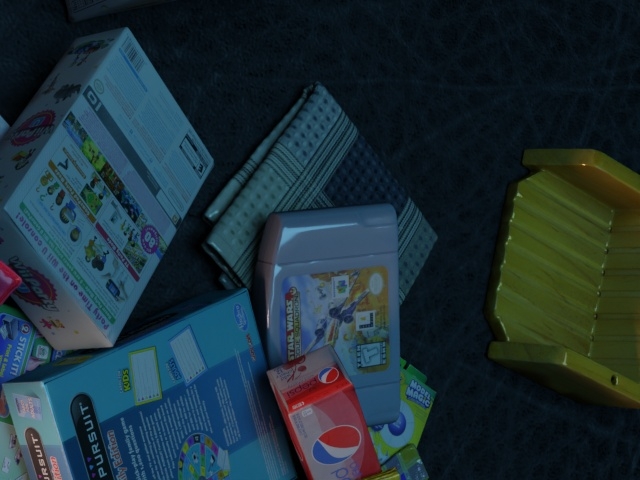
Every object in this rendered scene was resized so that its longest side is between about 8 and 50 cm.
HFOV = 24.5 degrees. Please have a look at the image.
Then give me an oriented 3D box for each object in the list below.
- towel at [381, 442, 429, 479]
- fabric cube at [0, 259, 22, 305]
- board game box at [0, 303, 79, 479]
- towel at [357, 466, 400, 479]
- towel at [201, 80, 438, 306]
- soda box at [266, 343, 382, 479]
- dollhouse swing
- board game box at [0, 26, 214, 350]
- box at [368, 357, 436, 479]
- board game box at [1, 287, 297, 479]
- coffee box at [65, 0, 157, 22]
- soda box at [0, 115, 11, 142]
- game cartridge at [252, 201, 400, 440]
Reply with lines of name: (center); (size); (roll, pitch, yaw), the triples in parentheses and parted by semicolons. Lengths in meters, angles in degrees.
towel: (0.111, 0.318, 2.002); (0.083, 0.009, 0.060); (-29, 104, -39)
fabric cube: (-0.504, 0.062, 1.442); (0.254, 0.258, 0.259); (47, 57, -22)
board game box: (-0.379, 0.230, 1.650); (0.213, 0.046, 0.317); (26, 67, -34)
towel: (-0.012, 0.350, 1.846); (0.237, 0.021, 0.102); (-15, 136, -12)
towel: (0.000, 0.000, 2.001); (0.312, 0.056, 0.324); (51, 54, -24)
soda box: (0.016, 0.257, 1.852); (0.092, 0.083, 0.263); (-25, 132, -7)
dollhouse swing: (0.476, 0.050, 2.204); (0.315, 0.305, 0.347); (27, 68, -33)
board game box: (-0.263, -0.060, 1.696); (0.224, 0.097, 0.303); (58, 41, -34)
box: (0.095, 0.244, 2.033); (0.105, 0.043, 0.179); (37, 60, -30)
board game box: (-0.191, 0.227, 1.741); (0.336, 0.079, 0.254); (-24, 102, -47)
coffee box: (-0.130, -0.481, 1.781); (0.337, 0.334, 0.338); (-20, 97, -40)
soda box: (-0.427, -0.148, 1.659); (0.216, 0.069, 0.074); (51, 56, -21)
game cartridge: (0.009, 0.106, 1.907); (0.198, 0.062, 0.297); (-7, 101, -32)
